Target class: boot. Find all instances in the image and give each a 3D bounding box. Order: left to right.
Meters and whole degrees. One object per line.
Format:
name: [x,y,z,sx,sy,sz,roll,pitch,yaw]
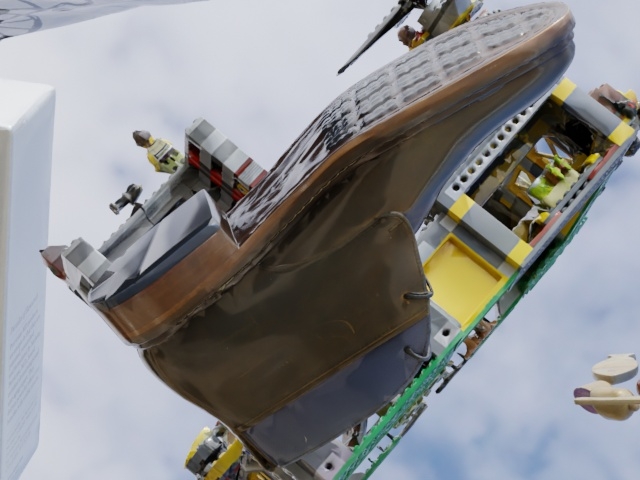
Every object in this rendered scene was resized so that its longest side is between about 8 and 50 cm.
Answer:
boot: [0.026,-0.001,0.629,0.219,0.082,0.106,-33,-73,9]

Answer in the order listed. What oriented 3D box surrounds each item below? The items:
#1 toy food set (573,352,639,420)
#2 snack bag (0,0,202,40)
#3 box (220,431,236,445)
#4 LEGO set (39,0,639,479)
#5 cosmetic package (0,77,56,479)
toy food set: [0.194,0.089,0.935,0.078,0.122,0.019,-4,-83,25]
snack bag: [-0.234,-0.103,0.728,0.343,0.323,0.037,-10,-93,13]
box: [-0.022,0.171,0.990,0.067,0.324,0.063,3,-45,-12]
LEGO set: [0.000,0.000,0.825,0.192,0.331,0.255,40,-11,10]
cosmetic package: [-0.424,0.052,1.700,0.230,0.161,0.453,8,-68,4]
